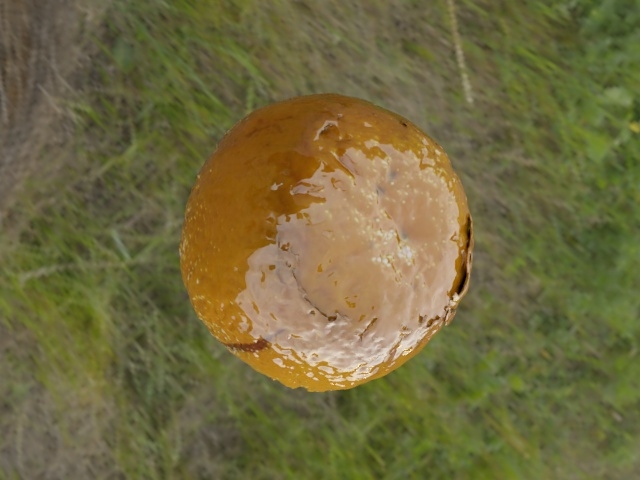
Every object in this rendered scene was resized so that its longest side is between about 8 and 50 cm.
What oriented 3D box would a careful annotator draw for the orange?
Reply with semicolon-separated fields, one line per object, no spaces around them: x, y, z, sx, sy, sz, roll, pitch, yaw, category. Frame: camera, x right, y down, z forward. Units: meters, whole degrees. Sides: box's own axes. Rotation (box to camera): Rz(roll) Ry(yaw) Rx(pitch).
0.000;0.000;0.924;0.193;0.161;0.193;9;73;-32;orange
